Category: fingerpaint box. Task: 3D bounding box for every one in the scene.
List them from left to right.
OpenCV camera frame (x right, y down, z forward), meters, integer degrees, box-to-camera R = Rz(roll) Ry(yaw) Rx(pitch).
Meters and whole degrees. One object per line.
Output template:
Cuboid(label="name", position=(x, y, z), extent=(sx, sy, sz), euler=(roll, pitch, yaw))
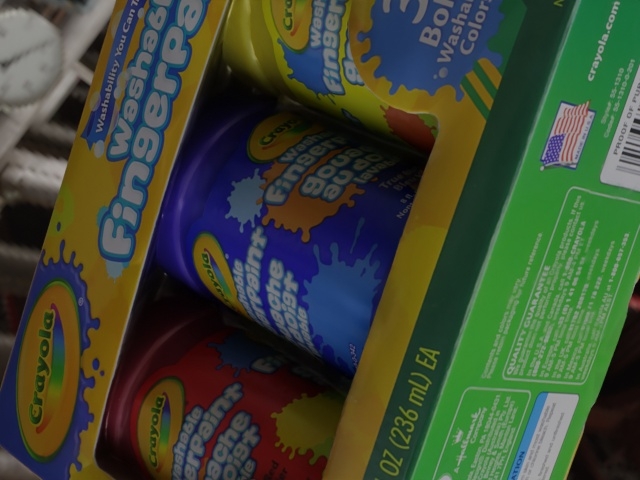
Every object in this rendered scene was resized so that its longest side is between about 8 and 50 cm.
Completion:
Cuboid(label="fingerpaint box", position=(0.000, 0.000, 0.977), extent=(0.163, 0.445, 0.371), euler=(9, -166, -46))
